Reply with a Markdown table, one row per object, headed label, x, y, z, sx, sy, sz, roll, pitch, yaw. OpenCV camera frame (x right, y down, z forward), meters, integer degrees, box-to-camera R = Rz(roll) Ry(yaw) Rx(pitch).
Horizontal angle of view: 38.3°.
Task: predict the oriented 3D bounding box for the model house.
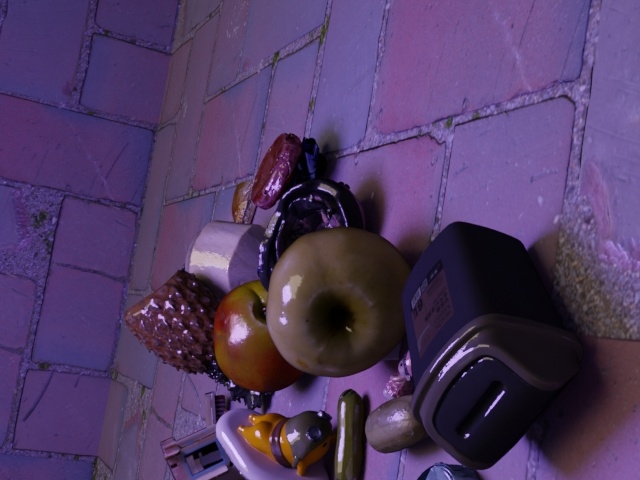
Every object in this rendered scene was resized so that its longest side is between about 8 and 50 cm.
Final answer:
| label | x | y | z | sx | sy | sz | roll | pitch | yaw |
| --- | --- | --- | --- | --- | --- | --- | --- | --- | --- |
| model house | -0.154 | 0.504 | 1.854 | 0.169 | 0.244 | 0.326 | 13 | 125 | 68 |

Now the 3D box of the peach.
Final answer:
| label | x | y | z | sx | sy | sz | roll | pitch | yaw |
| --- | --- | --- | --- | --- | --- | --- | --- | --- | --- |
| peach | -0.118 | 0.196 | 1.891 | 0.231 | 0.231 | 0.231 | -168 | 90 | -67 |

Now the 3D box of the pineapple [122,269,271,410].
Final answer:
| label | x | y | z | sx | sy | sz | roll | pitch | yaw |
| --- | --- | --- | --- | --- | --- | --- | --- | --- | --- |
| pineapple | -0.256 | 0.241 | 2.065 | 0.202 | 0.362 | 0.202 | -44 | -2 | -2 |

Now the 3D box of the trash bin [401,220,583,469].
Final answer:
| label | x | y | z | sx | sy | sz | roll | pitch | yaw |
| --- | --- | --- | --- | --- | --- | --- | --- | --- | --- |
| trash bin | 0.213 | 0.132 | 1.209 | 0.290 | 0.182 | 0.209 | -98 | 28 | -50 |

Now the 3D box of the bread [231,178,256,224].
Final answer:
| label | x | y | z | sx | sy | sz | roll | pitch | yaw |
| --- | --- | --- | --- | --- | --- | --- | --- | --- | --- |
| bread | -0.206 | -0.112 | 2.454 | 0.136 | 0.054 | 0.154 | -125 | 54 | -64 |

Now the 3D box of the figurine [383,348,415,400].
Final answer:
| label | x | y | z | sx | sy | sz | roll | pitch | yaw |
| --- | --- | --- | --- | --- | --- | --- | --- | --- | --- |
| figurine | 0.149 | 0.212 | 1.477 | 0.054 | 0.072 | 0.129 | 40 | 135 | 15 |

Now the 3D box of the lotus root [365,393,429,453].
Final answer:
| label | x | y | z | sx | sy | sz | roll | pitch | yaw |
| --- | --- | --- | --- | --- | --- | --- | --- | --- | --- |
| lotus root | 0.121 | 0.289 | 1.452 | 0.077 | 0.090 | 0.183 | 66 | 150 | 10 |

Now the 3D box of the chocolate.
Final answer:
| label | x | y | z | sx | sy | sz | roll | pitch | yaw |
| --- | --- | --- | --- | --- | --- | --- | --- | --- | --- |
| chocolate | -0.055 | -0.065 | 2.006 | 0.148 | 0.126 | 0.343 | 56 | -143 | -63 |

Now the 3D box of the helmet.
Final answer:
| label | x | y | z | sx | sy | sz | roll | pitch | yaw |
| --- | --- | --- | --- | --- | --- | --- | --- | --- | --- |
| helmet | 0.000 | 0.000 | 1.797 | 0.198 | 0.154 | 0.253 | 26 | 118 | 27 |

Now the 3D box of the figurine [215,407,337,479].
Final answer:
| label | x | y | z | sx | sy | sz | roll | pitch | yaw |
| --- | --- | --- | --- | --- | --- | --- | --- | --- | --- |
| figurine | -0.073 | 0.356 | 1.705 | 0.166 | 0.250 | 0.141 | -42 | -24 | -54 |

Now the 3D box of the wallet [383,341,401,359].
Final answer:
| label | x | y | z | sx | sy | sz | roll | pitch | yaw |
| --- | --- | --- | --- | --- | --- | --- | --- | --- | --- |
| wallet | 0.116 | 0.187 | 1.610 | 0.083 | 0.011 | 0.044 | -16 | 65 | 64 |

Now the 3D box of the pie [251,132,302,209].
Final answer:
| label | x | y | z | sx | sy | sz | roll | pitch | yaw |
| --- | --- | --- | --- | --- | --- | --- | --- | --- | --- |
| pie | -0.095 | -0.147 | 1.979 | 0.182 | 0.049 | 0.182 | -53 | 21 | 31 |

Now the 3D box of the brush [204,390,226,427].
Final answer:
| label | x | y | z | sx | sy | sz | roll | pitch | yaw |
| --- | --- | --- | --- | --- | --- | --- | --- | --- | --- |
| brush | -0.254 | 0.534 | 2.264 | 0.060 | 0.050 | 0.321 | -28 | 61 | 58 |

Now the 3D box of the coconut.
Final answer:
| label | x | y | z | sx | sy | sz | roll | pitch | yaw |
| --- | --- | --- | --- | --- | --- | --- | --- | --- | --- |
| coconut | -0.196 | 0.055 | 2.174 | 0.222 | 0.202 | 0.202 | 9 | 87 | 27 |

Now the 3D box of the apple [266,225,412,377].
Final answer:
| label | x | y | z | sx | sy | sz | roll | pitch | yaw |
| --- | --- | --- | --- | --- | --- | --- | --- | --- | --- |
| apple | 0.028 | 0.097 | 1.554 | 0.262 | 0.262 | 0.262 | -168 | 90 | -67 |

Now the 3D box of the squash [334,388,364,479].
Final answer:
| label | x | y | z | sx | sy | sz | roll | pitch | yaw |
| --- | --- | --- | --- | --- | --- | --- | --- | --- | --- |
| squash | 0.051 | 0.355 | 1.631 | 0.052 | 0.052 | 0.183 | 152 | 125 | -61 |

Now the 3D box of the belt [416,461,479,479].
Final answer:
| label | x | y | z | sx | sy | sz | roll | pitch | yaw |
| --- | --- | --- | --- | --- | --- | --- | --- | --- | --- |
| belt | 0.176 | 0.378 | 1.319 | 0.140 | 0.058 | 0.105 | -61 | 32 | 34 |

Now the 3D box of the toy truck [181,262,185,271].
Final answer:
| label | x | y | z | sx | sy | sz | roll | pitch | yaw |
| --- | --- | --- | --- | --- | --- | --- | --- | --- | --- |
| toy truck | -0.293 | 0.065 | 2.499 | 0.253 | 0.114 | 0.124 | -1 | 67 | 66 |
